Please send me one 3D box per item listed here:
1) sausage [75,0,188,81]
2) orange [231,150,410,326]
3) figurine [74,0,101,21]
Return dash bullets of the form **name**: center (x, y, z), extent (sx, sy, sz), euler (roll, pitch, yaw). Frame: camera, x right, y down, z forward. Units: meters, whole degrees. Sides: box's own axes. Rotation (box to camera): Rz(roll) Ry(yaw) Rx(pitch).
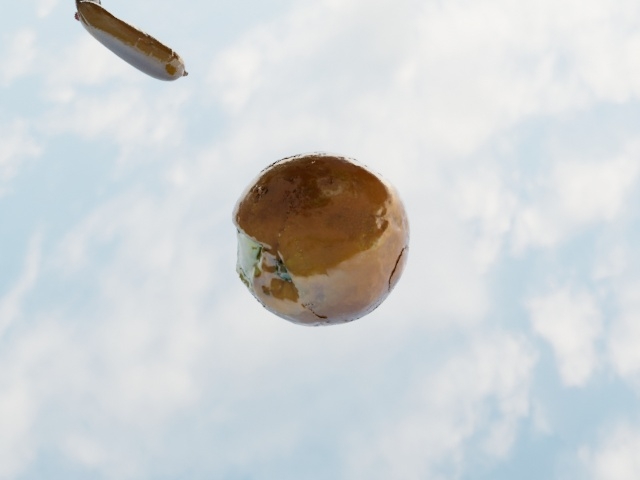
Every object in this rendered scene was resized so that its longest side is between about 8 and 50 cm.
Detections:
- **sausage**: center (-0.258, -0.269, 1.582), extent (0.062, 0.183, 0.054), euler (-12, -126, 53)
- **orange**: center (0.000, 0.000, 1.529), extent (0.240, 0.240, 0.240), euler (-15, -139, 14)
- **figurine**: center (-0.459, -0.477, 2.235), extent (0.060, 0.106, 0.047), euler (-35, -130, -27)
